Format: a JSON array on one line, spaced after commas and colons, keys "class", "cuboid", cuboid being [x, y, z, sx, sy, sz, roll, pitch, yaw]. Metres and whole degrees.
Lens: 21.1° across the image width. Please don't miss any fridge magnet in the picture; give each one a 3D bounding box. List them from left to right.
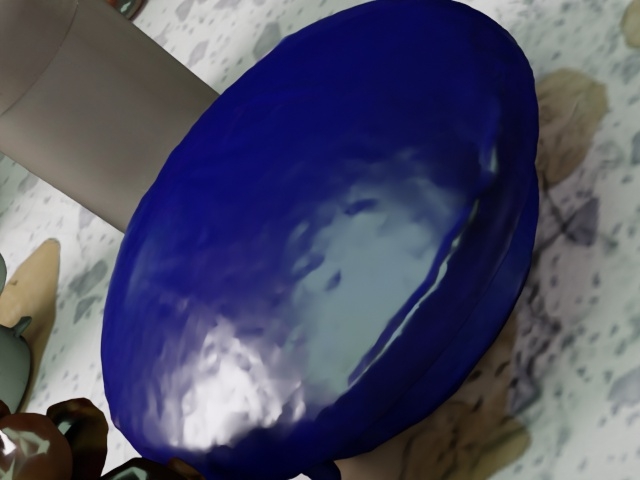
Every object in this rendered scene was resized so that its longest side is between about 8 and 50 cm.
[{"class": "fridge magnet", "cuboid": [0.000, 0.000, 0.817, 0.265, 0.112, 0.265, -32, 39, 30]}]

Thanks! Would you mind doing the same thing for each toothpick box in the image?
[{"class": "toothpick box", "cuboid": [-0.148, -0.090, 1.021, 0.111, 0.180, 0.111, -32, 39, 30]}]

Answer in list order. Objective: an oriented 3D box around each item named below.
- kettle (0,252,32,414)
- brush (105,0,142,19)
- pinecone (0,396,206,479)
[{"class": "kettle", "cuboid": [-0.254, 0.059, 1.044, 0.127, 0.148, 0.098, -35, 36, 24]}, {"class": "brush", "cuboid": [-0.201, -0.165, 1.276, 0.323, 0.051, 0.070, -28, 38, 33]}, {"class": "pinecone", "cuboid": [-0.130, 0.177, 0.693, 0.264, 0.264, 0.264, -32, 38, 29]}]
